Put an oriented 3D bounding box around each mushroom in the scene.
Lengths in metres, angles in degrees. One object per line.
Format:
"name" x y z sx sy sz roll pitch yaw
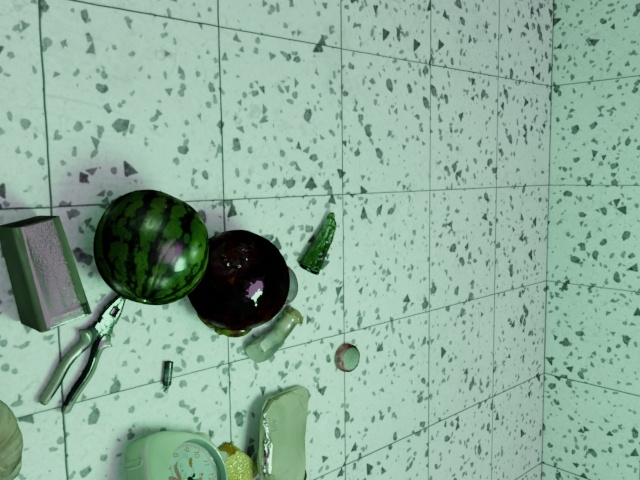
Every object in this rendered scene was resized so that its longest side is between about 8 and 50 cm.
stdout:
"mushroom" -0.140 0.299 1.957 0.223 0.081 0.092 -39 139 -36

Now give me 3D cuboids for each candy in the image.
"candy" 0.098 0.423 2.211 0.103 0.043 0.103 -5 98 -43

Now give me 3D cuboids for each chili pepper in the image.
"chili pepper" 0.000 0.000 2.074 0.088 0.059 0.227 35 68 -34

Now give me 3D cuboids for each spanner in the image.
"spanner" -0.590 0.278 1.563 0.095 0.040 0.325 42 67 -38

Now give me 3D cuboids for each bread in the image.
"bread" -0.263 0.697 1.894 0.103 0.065 0.187 -51 124 -20

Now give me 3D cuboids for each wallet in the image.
"wallet" -0.116 0.644 1.988 0.274 0.068 0.336 19 73 -60

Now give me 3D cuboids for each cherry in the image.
"cherry" -0.152 0.163 1.924 0.188 0.115 0.148 -47 151 -13

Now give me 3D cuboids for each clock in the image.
"clock" -0.374 0.667 1.692 0.324 0.108 0.265 20 50 -50

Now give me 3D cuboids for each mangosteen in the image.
"mangosteen" -0.219 0.126 1.729 0.297 0.296 0.313 -55 134 -24

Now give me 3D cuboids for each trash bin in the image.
"trash bin" -0.643 0.070 1.417 0.122 0.164 0.241 -22 105 -40

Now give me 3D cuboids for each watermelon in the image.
"watermelon" -0.415 0.020 1.532 0.285 0.285 0.285 -5 97 -42

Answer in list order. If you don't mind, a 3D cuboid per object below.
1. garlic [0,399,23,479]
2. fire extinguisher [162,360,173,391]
"garlic" -0.766 0.443 1.269 0.317 0.259 0.318 -6 99 -38
"fire extinguisher" -0.429 0.383 1.733 0.038 0.025 0.083 6 90 -66
